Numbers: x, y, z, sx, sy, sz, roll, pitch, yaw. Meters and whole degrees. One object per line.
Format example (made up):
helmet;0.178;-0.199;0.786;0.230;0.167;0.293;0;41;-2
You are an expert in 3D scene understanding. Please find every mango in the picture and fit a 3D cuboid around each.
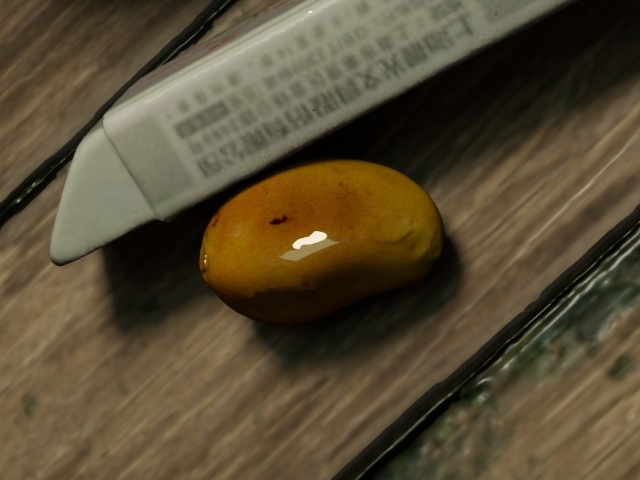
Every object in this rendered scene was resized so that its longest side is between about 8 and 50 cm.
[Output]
mango;0.000;0.000;0.888;0.114;0.060;0.080;-5;52;29

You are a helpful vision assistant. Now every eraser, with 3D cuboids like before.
eraser;0.018;-0.095;0.895;0.352;0.089;0.061;-27;102;17
